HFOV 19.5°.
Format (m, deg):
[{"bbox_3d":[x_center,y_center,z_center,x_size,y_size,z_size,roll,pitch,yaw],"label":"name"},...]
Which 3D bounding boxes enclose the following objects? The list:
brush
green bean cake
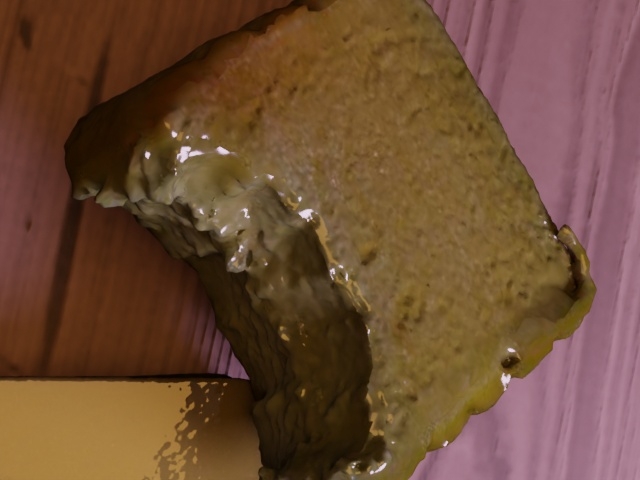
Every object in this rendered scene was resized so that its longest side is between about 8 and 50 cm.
[{"bbox_3d":[-0.128,0.133,1.008,0.197,0.059,0.123,1,90,-13],"label":"brush"},{"bbox_3d":[0.000,0.000,0.979,0.233,0.124,0.236,-34,97,-41],"label":"green bean cake"}]
